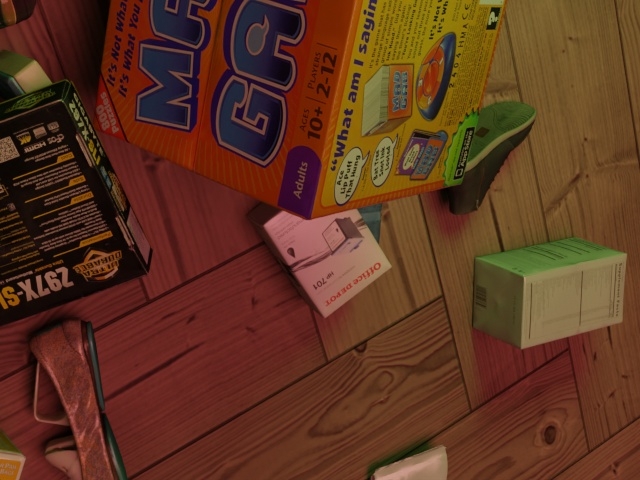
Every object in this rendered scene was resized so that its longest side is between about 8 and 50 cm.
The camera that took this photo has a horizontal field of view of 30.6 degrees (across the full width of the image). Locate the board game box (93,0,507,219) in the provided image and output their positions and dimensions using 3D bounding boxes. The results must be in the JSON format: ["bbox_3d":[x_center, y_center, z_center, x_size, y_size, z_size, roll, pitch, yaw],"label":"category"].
[{"bbox_3d":[-0.015,-0.270,1.465,0.356,0.356,0.357,-15,122,-54],"label":"board game box"}]

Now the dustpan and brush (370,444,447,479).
[{"bbox_3d":[0.166,0.470,2.082,0.147,0.060,0.211,-17,106,-17],"label":"dustpan and brush"}]

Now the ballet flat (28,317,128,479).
[{"bbox_3d":[-0.347,0.259,1.661,0.106,0.107,0.316,-12,106,-9],"label":"ballet flat"}]

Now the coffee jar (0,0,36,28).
[{"bbox_3d":[-0.446,-0.283,1.426,0.184,0.096,0.079,-27,120,-25],"label":"coffee jar"}]

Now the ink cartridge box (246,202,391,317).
[{"bbox_3d":[0.000,0.000,1.794,0.139,0.082,0.191,-37,114,-9],"label":"ink cartridge box"}]

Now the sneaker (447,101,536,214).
[{"bbox_3d":[0.280,-0.142,1.972,0.222,0.083,0.118,-36,139,-28],"label":"sneaker"}]

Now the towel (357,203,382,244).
[{"bbox_3d":[0.068,-0.035,1.879,0.067,0.029,0.119,-5,105,-32],"label":"towel"}]

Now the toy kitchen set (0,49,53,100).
[{"bbox_3d":[-0.389,-0.108,1.498,0.166,0.122,0.207,-42,122,-16],"label":"toy kitchen set"}]

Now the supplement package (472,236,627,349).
[{"bbox_3d":[0.407,0.089,2.074,0.244,0.134,0.139,-10,109,-31],"label":"supplement package"}]

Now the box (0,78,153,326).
[{"bbox_3d":[-0.408,-0.025,1.452,0.322,0.079,0.257,-20,119,5],"label":"box"}]

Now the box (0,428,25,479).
[{"bbox_3d":[-0.489,0.357,1.572,0.103,0.114,0.203,16,94,-34],"label":"box"}]
